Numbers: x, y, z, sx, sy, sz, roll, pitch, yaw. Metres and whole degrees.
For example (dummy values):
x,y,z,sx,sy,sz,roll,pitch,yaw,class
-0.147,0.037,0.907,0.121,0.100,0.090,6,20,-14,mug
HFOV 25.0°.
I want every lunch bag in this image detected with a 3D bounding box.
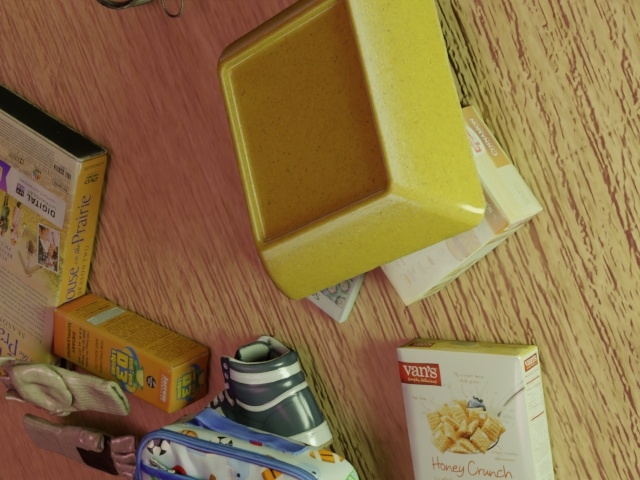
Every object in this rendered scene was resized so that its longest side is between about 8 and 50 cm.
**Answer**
x,y,z,sx,sy,sz,roll,pitch,yaw,class
-0.099,0.339,1.770,0.303,0.115,0.243,10,109,30,lunch bag

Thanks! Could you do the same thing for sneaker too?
x,y,z,sx,sy,sz,roll,pitch,yaw,class
-0.119,0.215,1.873,0.282,0.099,0.153,-15,97,37,sneaker

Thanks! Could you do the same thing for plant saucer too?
x,y,z,sx,sy,sz,roll,pitch,yaw,class
0.005,-0.128,1.605,0.333,0.081,0.333,-24,75,45,plant saucer

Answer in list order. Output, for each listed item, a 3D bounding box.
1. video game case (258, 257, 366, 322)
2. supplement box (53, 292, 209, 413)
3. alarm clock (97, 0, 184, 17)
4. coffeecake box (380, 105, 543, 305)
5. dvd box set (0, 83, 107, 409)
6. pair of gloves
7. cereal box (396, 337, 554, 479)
x,y,z,sx,sy,sz,roll,pitch,yaw,class
0.000,0.000,1.755,0.143,0.019,0.157,37,125,24,video game case
-0.263,0.153,1.985,0.233,0.080,0.078,20,118,31,supplement box
-0.231,-0.344,1.798,0.192,0.064,0.129,47,128,20,alarm clock
0.132,-0.037,1.601,0.185,0.068,0.142,-42,76,40,coffeecake box
-0.458,-0.002,2.100,0.307,0.062,0.420,31,122,30,dvd box set
-0.354,0.255,2.042,0.204,0.042,0.240,13,142,19,pair of gloves
0.182,0.235,1.666,0.173,0.047,0.240,-1,104,39,cereal box
